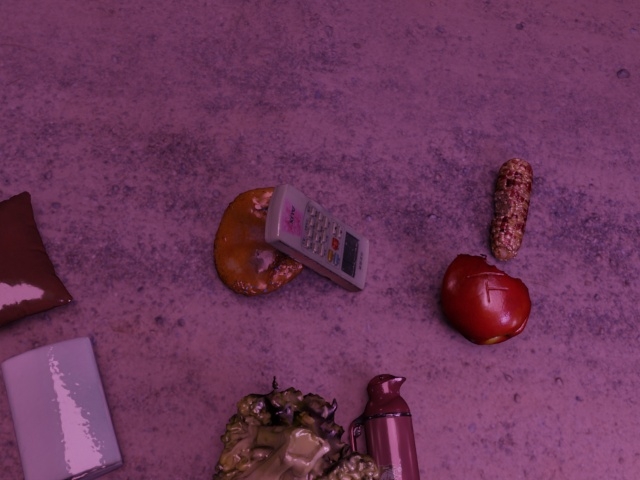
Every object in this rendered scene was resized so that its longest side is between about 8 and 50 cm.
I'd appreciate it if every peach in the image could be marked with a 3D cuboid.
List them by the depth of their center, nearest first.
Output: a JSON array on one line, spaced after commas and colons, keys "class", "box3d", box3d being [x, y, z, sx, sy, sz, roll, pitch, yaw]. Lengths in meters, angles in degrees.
[{"class": "peach", "box3d": [0.395, 0.132, 1.572, 0.190, 0.196, 0.226, 10, 57, -45]}]

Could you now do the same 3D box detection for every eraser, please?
[{"class": "eraser", "box3d": [-0.539, 0.364, 1.361, 0.189, 0.104, 0.290, -18, 70, -11]}]

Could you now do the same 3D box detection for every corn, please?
[{"class": "corn", "box3d": [0.503, -0.084, 1.732, 0.098, 0.098, 0.289, 18, 68, -2]}]

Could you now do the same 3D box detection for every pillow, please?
[{"class": "pillow", "box3d": [-0.752, 0.063, 1.452, 0.305, 0.108, 0.307, -23, 72, -19]}]

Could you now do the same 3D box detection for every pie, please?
[{"class": "pie", "box3d": [-0.140, 0.004, 1.558, 0.273, 0.069, 0.273, -3, 81, 16]}]

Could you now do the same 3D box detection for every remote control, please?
[{"class": "remote control", "box3d": [0.001, 0.000, 1.515, 0.050, 0.344, 0.145, -9, 63, 36]}]

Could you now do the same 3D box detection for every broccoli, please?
[{"class": "broccoli", "box3d": [-0.078, 0.429, 1.289, 0.348, 0.281, 0.293, -25, 73, -35]}]

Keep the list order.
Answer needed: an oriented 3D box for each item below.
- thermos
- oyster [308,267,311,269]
[{"class": "thermos", "box3d": [0.147, 0.463, 1.439, 0.110, 0.136, 0.330, 12, 62, -35]}, {"class": "oyster", "box3d": [-0.032, 0.005, 1.626, 0.125, 0.064, 0.177, 4, 56, -23]}]
